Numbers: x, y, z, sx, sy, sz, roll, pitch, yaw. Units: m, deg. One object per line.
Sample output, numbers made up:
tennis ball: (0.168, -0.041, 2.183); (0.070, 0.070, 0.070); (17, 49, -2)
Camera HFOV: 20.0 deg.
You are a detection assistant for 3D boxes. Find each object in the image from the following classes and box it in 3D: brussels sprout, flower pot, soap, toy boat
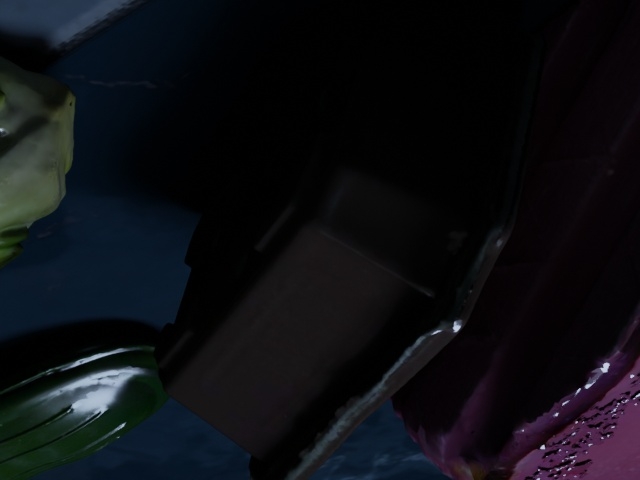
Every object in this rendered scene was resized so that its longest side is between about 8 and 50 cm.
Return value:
brussels sprout: (-0.197, -0.027, 0.775); (0.181, 0.100, 0.139); (-2, 131, 5)
flower pot: (0.000, 0.000, 0.836); (0.084, 0.179, 0.251); (26, 140, -12)
soap: (0.141, -0.015, 0.819); (0.112, 0.182, 0.289); (14, 109, -35)
toy boat: (-0.177, 0.109, 1.057); (0.210, 0.052, 0.104); (-24, 146, 19)
